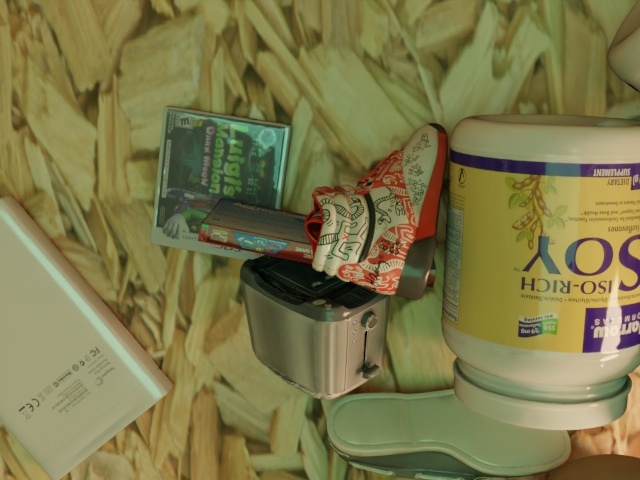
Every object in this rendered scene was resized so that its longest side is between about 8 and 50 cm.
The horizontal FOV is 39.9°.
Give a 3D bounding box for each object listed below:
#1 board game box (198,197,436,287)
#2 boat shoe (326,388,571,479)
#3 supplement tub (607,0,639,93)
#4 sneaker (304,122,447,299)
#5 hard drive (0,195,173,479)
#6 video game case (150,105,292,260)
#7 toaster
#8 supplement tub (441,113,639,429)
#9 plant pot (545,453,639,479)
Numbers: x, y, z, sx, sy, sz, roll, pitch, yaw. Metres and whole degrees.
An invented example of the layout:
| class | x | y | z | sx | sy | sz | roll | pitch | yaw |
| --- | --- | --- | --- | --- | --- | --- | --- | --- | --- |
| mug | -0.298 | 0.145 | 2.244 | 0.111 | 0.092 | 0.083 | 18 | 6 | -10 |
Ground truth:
| class | x | y | z | sx | sy | sz | roll | pitch | yaw |
| --- | --- | --- | --- | --- | --- | --- | --- | --- | --- |
| board game box | 0.000 | 0.000 | 1.096 | 0.281 | 0.145 | 0.027 | 11 | 106 | 1 |
| boat shoe | 0.167 | 0.267 | 1.181 | 0.320 | 0.116 | 0.099 | 4 | 145 | 1 |
| supplement tub | 0.506 | -0.190 | 0.945 | 0.325 | 0.235 | 0.235 | 36 | 104 | 0 |
| sneaker | 0.065 | -0.057 | 1.031 | 0.145 | 0.270 | 0.090 | 13 | 139 | -1 |
| hard drive | -0.409 | 0.144 | 1.256 | 0.233 | 0.047 | 0.353 | -39 | 94 | 14 |
| video game case | -0.135 | -0.073 | 1.180 | 0.173 | 0.022 | 0.190 | 10 | 103 | 7 |
| toaster | -0.013 | 0.097 | 1.112 | 0.227 | 0.129 | 0.146 | 23 | 126 | 41 |
| supplement tub | 0.264 | 0.025 | 1.025 | 0.241 | 0.241 | 0.331 | 2 | 102 | 9 |
| plant pot | 0.364 | 0.379 | 1.097 | 0.284 | 0.191 | 0.284 | 1 | 109 | 2 |
